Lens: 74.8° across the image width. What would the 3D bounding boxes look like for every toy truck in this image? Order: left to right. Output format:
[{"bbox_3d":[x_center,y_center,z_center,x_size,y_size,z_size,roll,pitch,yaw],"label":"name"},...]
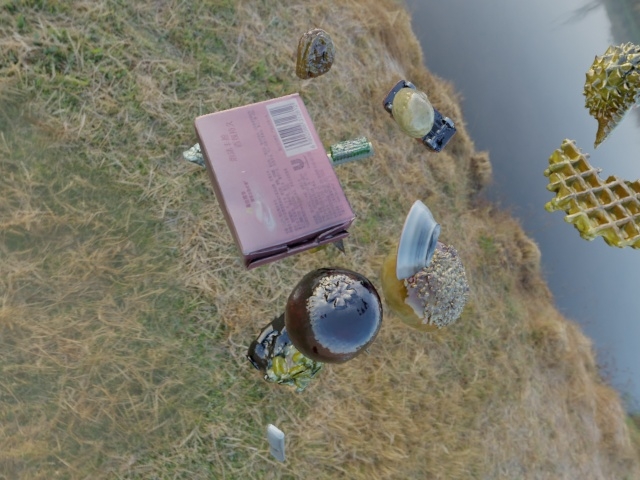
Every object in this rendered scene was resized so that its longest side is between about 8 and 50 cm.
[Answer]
[{"bbox_3d":[0.315,-0.402,1.378,0.253,0.114,0.107,39,92,-9],"label":"toy truck"}]

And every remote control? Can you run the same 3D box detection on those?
[{"bbox_3d":[-0.120,0.547,1.118,0.027,0.050,0.184,-44,151,-37],"label":"remote control"}]

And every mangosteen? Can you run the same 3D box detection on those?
[{"bbox_3d":[0.036,0.224,1.259,0.298,0.293,0.296,3,72,-9],"label":"mangosteen"}]

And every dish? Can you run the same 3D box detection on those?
[{"bbox_3d":[0.316,0.008,1.310,0.260,0.086,0.260,-46,143,-51],"label":"dish"}]

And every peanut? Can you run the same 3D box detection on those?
[{"bbox_3d":[0.264,-0.363,1.197,0.141,0.109,0.159,40,32,-17],"label":"peanut"}]

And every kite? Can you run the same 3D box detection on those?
[{"bbox_3d":[0.069,-0.019,1.817,0.009,0.232,0.189,-28,92,-18],"label":"kite"}]

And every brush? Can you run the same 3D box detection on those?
[{"bbox_3d":[0.012,-0.233,1.183,0.048,0.283,0.054,75,-1,-60],"label":"brush"}]

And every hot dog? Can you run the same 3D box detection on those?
[{"bbox_3d":[-0.029,-0.738,1.694,0.161,0.227,0.099,-18,73,-12],"label":"hot dog"}]

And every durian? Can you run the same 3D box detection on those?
[{"bbox_3d":[0.620,-0.300,0.865,0.141,0.078,0.224,10,98,-8],"label":"durian"}]

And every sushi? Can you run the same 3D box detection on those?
[{"bbox_3d":[-0.100,0.491,1.800,0.328,0.285,0.328,-41,148,-14],"label":"sushi"}]

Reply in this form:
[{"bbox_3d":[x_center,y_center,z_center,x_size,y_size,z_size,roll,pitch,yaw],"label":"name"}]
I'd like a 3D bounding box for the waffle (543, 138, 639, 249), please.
[{"bbox_3d":[0.644,-0.093,0.931,0.293,0.069,0.259,19,64,10],"label":"waffle"}]

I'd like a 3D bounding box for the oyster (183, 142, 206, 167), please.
[{"bbox_3d":[-0.208,-0.197,1.053,0.252,0.199,0.087,47,42,1],"label":"oyster"}]

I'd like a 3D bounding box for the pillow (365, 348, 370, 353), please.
[{"bbox_3d":[0.113,0.328,1.653,0.052,0.212,0.208,-37,100,-3],"label":"pillow"}]

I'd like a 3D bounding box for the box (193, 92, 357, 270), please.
[{"bbox_3d":[-0.046,-0.057,0.402,0.112,0.060,0.156,-17,74,-14],"label":"box"}]

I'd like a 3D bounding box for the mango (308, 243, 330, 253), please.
[{"bbox_3d":[0.000,0.000,1.352,0.057,0.114,0.078,35,26,-23],"label":"mango"}]

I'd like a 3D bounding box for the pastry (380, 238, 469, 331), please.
[{"bbox_3d":[0.430,0.162,1.686,0.410,0.245,0.409,11,71,-33],"label":"pastry"}]
